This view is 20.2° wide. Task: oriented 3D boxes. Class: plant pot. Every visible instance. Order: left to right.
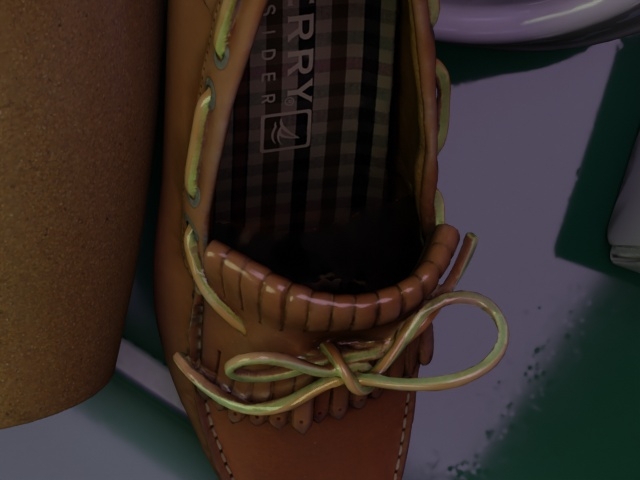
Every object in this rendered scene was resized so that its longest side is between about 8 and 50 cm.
[{"bbox_3d":[-0.168,-0.050,0.816,0.237,0.237,0.254,-10,105,-8],"label":"plant pot"}]

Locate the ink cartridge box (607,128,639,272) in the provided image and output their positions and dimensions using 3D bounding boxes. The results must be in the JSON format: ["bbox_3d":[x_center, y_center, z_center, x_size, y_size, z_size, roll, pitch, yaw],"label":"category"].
[{"bbox_3d":[0.316,-0.042,0.923,0.278,0.117,0.201,18,87,-7],"label":"ink cartridge box"}]

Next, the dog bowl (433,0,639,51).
[{"bbox_3d":[0.079,-0.248,0.815,0.348,0.102,0.349,6,107,18],"label":"dog bowl"}]

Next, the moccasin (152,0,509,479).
[{"bbox_3d":[0.003,0.000,0.805,0.139,0.147,0.380,-4,124,-15],"label":"moccasin"}]
